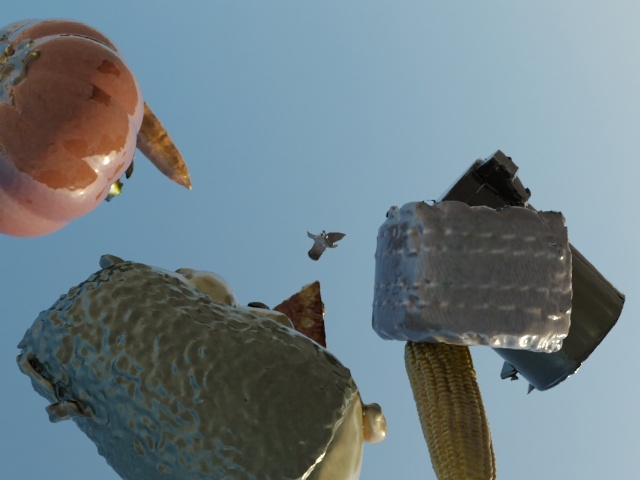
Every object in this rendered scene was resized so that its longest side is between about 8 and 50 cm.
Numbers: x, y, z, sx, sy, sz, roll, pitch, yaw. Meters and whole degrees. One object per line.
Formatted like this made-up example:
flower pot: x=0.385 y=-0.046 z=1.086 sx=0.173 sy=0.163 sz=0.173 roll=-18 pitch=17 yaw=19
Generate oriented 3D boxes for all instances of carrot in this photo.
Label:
carrot: x=-0.287 y=-0.166 z=1.474 sx=0.205 sy=0.072 sz=0.072 roll=53 pitch=-146 yaw=-12

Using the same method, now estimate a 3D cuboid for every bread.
bread: x=-0.030 y=0.161 z=1.511 sx=0.154 sy=0.054 sz=0.136 roll=-37 pitch=-102 yaw=-10

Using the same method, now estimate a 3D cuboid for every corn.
corn: x=0.144 y=0.189 z=0.961 sx=0.080 sy=0.080 sz=0.231 roll=24 pitch=-143 yaw=-26

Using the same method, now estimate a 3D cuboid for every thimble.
thimble: x=0.181 y=0.045 z=1.030 sx=0.205 sy=0.237 sz=0.172 roll=14 pitch=-99 yaw=-74

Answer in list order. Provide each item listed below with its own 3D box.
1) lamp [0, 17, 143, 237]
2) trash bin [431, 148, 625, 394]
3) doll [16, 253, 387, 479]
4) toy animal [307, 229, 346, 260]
lamp: x=-0.359 y=-0.139 z=1.117 sx=0.240 sy=0.305 sz=0.305 roll=39 pitch=-151 yaw=-46
trash bin: x=0.277 y=0.048 z=1.265 sx=0.301 sy=0.252 sz=0.203 roll=44 pitch=-150 yaw=3
doll: x=-0.114 y=0.149 z=0.830 sx=0.350 sy=0.247 sz=0.247 roll=28 pitch=-146 yaw=11
toy animal: x=0.001 y=-0.001 z=1.306 sx=0.050 sy=0.028 sz=0.084 roll=48 pitch=-134 yaw=4
